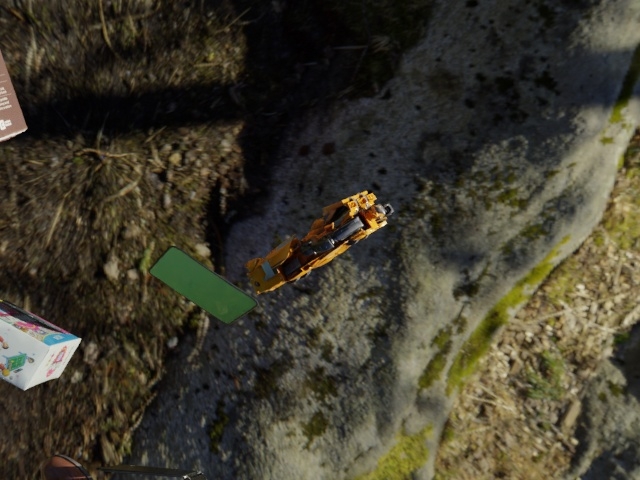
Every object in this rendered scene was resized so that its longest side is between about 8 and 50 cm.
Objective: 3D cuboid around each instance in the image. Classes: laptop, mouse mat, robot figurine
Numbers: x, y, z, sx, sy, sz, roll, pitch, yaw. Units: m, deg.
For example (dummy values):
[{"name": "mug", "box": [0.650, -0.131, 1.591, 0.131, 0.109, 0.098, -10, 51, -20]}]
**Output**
[{"name": "laptop", "box": [-0.273, 0.503, 1.359, 0.137, 0.234, 0.264, -30, 78, -10]}, {"name": "mouse mat", "box": [-0.216, 0.085, 1.324, 0.190, 0.152, 0.007, 37, 55, -13]}, {"name": "robot figurine", "box": [0.000, 0.000, 1.374, 0.291, 0.211, 0.085, -34, 86, 31]}]

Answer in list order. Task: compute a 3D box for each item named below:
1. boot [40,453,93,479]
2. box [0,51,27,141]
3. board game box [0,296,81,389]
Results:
[{"name": "boot", "box": [-0.532, 0.527, 1.331, 0.096, 0.280, 0.264, -37, 68, 20]}, {"name": "box", "box": [-0.686, -0.345, 1.267, 0.191, 0.143, 0.381, -9, 109, 13]}, {"name": "board game box", "box": [-0.638, 0.162, 1.385, 0.303, 0.224, 0.097, 30, 84, -2]}]
